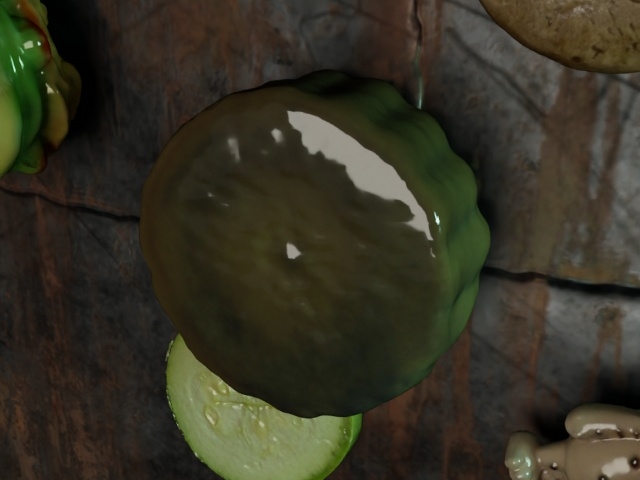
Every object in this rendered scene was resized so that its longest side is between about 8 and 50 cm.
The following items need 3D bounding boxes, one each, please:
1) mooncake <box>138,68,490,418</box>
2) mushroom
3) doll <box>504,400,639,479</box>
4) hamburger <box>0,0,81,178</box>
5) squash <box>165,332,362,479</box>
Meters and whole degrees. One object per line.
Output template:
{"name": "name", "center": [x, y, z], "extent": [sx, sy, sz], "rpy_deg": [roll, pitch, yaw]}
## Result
{"name": "mooncake", "center": [0.000, 0.000, 0.799], "extent": [0.291, 0.161, 0.290], "rpy_deg": [9, 114, 21]}
{"name": "mushroom", "center": [0.192, -0.176, 0.680], "extent": [0.210, 0.072, 0.094], "rpy_deg": [34, 131, 10]}
{"name": "doll", "center": [0.291, 0.181, 0.760], "extent": [0.278, 0.119, 0.154], "rpy_deg": [-29, 110, 39]}
{"name": "hamburger", "center": [-0.333, -0.159, 0.907], "extent": [0.237, 0.149, 0.237], "rpy_deg": [16, 120, 30]}
{"name": "squash", "center": [-0.064, 0.164, 0.972], "extent": [0.219, 0.041, 0.219], "rpy_deg": [10, 115, 22]}
